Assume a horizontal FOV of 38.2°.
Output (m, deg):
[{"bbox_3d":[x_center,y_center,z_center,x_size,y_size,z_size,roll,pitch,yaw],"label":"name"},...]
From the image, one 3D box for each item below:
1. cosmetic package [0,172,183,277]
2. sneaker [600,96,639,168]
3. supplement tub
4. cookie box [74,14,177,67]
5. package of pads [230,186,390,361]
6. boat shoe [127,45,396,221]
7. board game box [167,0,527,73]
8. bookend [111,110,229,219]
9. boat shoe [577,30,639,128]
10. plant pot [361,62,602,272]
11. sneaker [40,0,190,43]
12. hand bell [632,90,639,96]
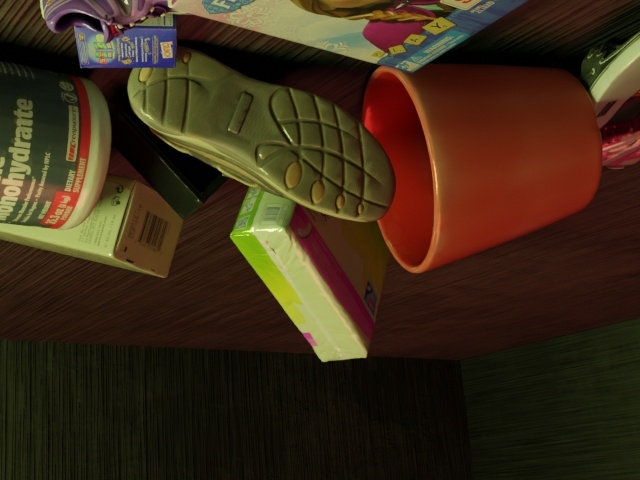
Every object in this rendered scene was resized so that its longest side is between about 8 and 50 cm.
[{"bbox_3d":[-0.367,-0.041,1.306,0.309,0.113,0.160,13,172,20],"label":"cosmetic package"},{"bbox_3d":[0.403,-0.144,1.339,0.252,0.103,0.111,-14,153,37],"label":"sneaker"},{"bbox_3d":[-0.400,-0.118,1.072,0.272,0.191,0.191,6,161,-34],"label":"supplement tub"},{"bbox_3d":[-0.213,-0.226,1.017,0.107,0.040,0.092,-1,163,-11],"label":"cookie box"},{"bbox_3d":[0.000,0.000,1.362,0.101,0.229,0.296,-9,134,26],"label":"package of pads"},{"bbox_3d":[-0.070,-0.130,1.157,0.355,0.132,0.130,28,171,-12],"label":"boat shoe"},{"bbox_3d":[0.067,-0.279,0.870,0.318,0.066,0.318,7,160,-34],"label":"board game box"},{"bbox_3d":[-0.174,-0.140,1.235,0.157,0.156,0.072,-47,-170,-33],"label":"bookend"},{"bbox_3d":[0.361,-0.211,1.169,0.080,0.076,0.228,-17,161,-16],"label":"boat shoe"},{"bbox_3d":[0.207,-0.111,1.196,0.243,0.275,0.275,-12,166,-13],"label":"plant pot"},{"bbox_3d":[-0.197,-0.234,0.942,0.169,0.071,0.068,-4,164,-3],"label":"sneaker"},{"bbox_3d":[0.422,-0.201,1.217,0.126,0.126,0.242,7,171,-36],"label":"hand bell"}]
